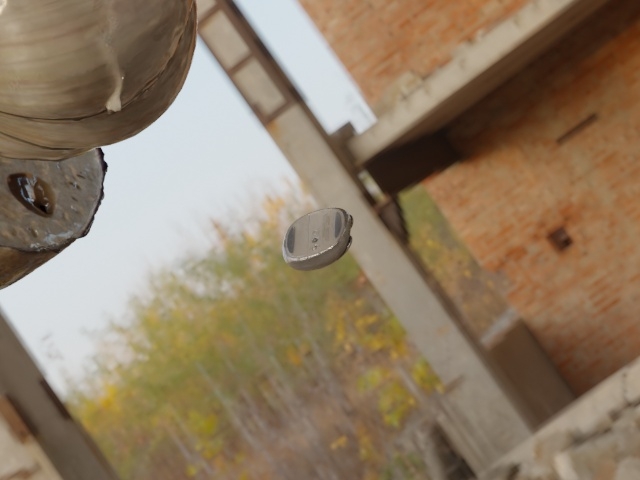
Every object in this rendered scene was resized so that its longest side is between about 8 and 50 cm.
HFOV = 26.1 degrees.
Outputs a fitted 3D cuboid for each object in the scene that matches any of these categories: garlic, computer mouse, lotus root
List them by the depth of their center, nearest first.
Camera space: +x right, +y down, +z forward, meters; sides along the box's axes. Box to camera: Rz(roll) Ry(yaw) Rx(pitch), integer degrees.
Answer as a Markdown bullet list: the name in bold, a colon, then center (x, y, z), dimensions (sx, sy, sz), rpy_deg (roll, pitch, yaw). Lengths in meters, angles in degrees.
- **garlic**: center (-0.201, -0.192, 0.836), dimensions (0.241, 0.322, 0.322), rpy_deg (-54, -3, -2)
- **lotus root**: center (-0.345, -0.052, 1.249), dimensions (0.192, 0.272, 0.272), rpy_deg (-38, -4, 32)
- **computer mouse**: center (0.001, 0.001, 1.514), dimensions (0.096, 0.066, 0.039), rpy_deg (-18, -35, 33)
